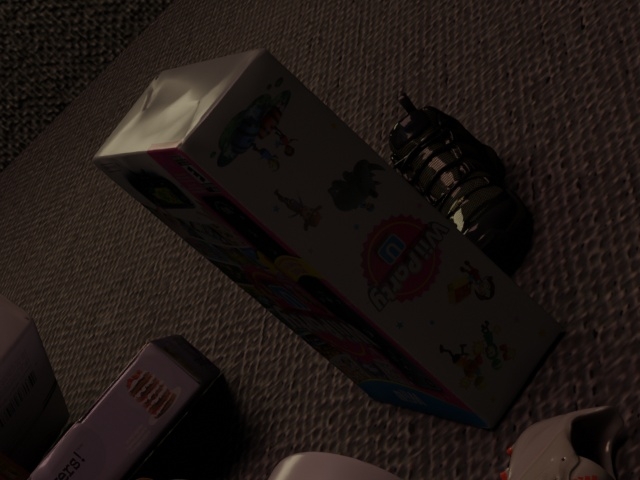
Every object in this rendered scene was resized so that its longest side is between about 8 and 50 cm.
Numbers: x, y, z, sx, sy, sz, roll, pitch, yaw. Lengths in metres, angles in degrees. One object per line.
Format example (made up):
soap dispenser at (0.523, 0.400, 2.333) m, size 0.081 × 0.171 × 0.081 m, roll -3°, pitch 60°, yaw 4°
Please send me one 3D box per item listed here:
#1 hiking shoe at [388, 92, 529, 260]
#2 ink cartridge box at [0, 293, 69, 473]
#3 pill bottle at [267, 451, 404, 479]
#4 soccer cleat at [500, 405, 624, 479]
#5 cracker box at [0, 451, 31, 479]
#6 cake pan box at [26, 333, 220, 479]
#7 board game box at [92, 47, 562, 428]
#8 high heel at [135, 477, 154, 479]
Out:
hiking shoe at (0.099, -0.048, 1.552) m, size 0.086 × 0.114 × 0.227 m, roll -46°, pitch 18°, yaw 12°
ink cartridge box at (-0.416, 0.202, 1.911) m, size 0.285 × 0.166 × 0.395 m, roll -53°, pitch -10°, yaw -17°
pill bottle at (-0.026, 0.277, 1.114) m, size 0.160 × 0.160 × 0.283 m, roll -25°, pitch 30°, yaw 52°
soccer cleat at (0.138, 0.167, 1.111) m, size 0.076 × 0.068 × 0.196 m, roll -34°, pitch 20°, yaw 31°
cracker box at (-0.377, 0.318, 1.782) m, size 0.232 × 0.067 × 0.156 m, roll -60°, pitch -9°, yaw 26°
cake pan box at (-0.207, 0.203, 1.721) m, size 0.267 × 0.070 × 0.246 m, roll -49°, pitch -4°, yaw -2°
board game box at (0.000, 0.000, 1.379) m, size 0.097 × 0.303 × 0.224 m, roll -53°, pitch 18°, yaw -13°
high heel at (-0.202, 0.315, 1.616) m, size 0.117 × 0.082 × 0.244 m, roll 112°, pitch -178°, yaw -73°
